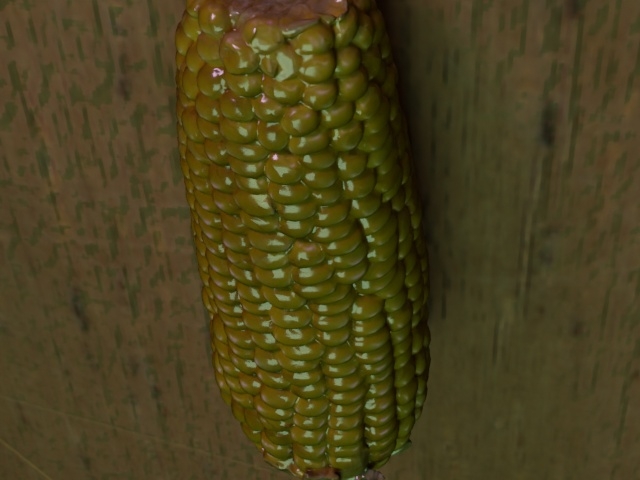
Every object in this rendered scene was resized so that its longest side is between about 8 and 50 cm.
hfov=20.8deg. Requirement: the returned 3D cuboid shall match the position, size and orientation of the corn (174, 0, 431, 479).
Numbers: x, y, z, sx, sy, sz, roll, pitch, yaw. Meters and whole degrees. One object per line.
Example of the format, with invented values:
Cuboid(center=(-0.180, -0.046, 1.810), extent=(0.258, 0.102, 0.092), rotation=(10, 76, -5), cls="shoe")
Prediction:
Cuboid(center=(-0.004, -0.002, 0.655), extent=(0.091, 0.091, 0.260), rotation=(20, 144, 19), cls="corn")
